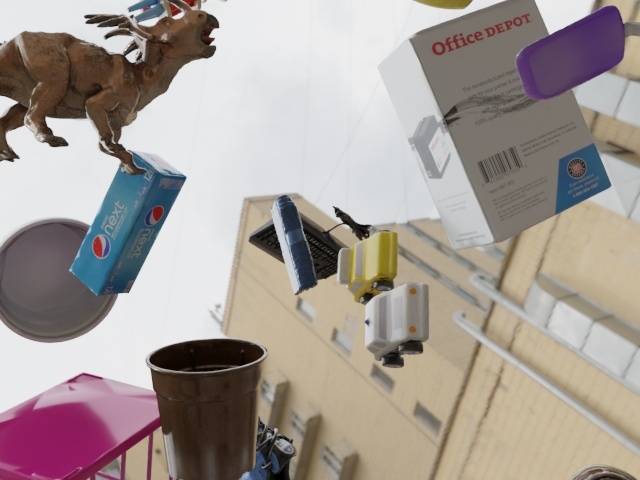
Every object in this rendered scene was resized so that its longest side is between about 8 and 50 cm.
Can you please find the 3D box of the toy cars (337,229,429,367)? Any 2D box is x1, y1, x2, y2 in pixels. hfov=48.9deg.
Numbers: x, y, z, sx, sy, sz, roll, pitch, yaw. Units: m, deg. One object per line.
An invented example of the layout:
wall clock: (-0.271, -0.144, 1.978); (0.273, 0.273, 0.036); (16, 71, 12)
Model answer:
toy cars: (0.084, 0.085, 1.127); (0.087, 0.394, 0.176); (6, -70, -9)

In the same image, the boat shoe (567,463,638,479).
boat shoe: (0.254, 0.377, 0.646); (0.123, 0.123, 0.342); (64, -137, -65)

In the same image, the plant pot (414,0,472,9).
plant pot: (0.232, -0.464, 1.246); (0.095, 0.134, 0.134); (27, -80, -13)

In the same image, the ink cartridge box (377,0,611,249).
ink cartridge box: (0.253, -0.170, 1.038); (0.223, 0.129, 0.307); (-24, -88, -19)

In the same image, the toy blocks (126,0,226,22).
toy blocks: (-0.220, -0.344, 1.008); (0.148, 0.123, 0.054); (-32, -60, -26)

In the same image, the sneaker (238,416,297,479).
sneaker: (-0.113, 0.332, 1.185); (0.130, 0.147, 0.330); (-32, -77, -60)

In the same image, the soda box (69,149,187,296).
soda box: (-0.282, -0.024, 1.033); (0.210, 0.071, 0.067); (-60, -23, 14)

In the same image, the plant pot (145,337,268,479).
plant pot: (-0.155, 0.237, 0.980); (0.167, 0.167, 0.165); (-6, -81, -39)

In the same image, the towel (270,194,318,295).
towel: (-0.031, 0.005, 0.871); (0.029, 0.119, 0.067); (-14, -7, -12)

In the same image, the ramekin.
ramekin: (-0.447, 0.057, 1.172); (0.207, 0.109, 0.207); (-6, -77, -29)

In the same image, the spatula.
spatula: (0.316, -0.182, 0.587); (0.296, 0.030, 0.084); (-12, -31, 21)

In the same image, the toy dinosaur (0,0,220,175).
toy dinosaur: (-0.272, -0.189, 0.789); (0.295, 0.127, 0.200); (2, -99, -32)

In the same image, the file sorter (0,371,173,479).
file sorter: (-0.366, 0.345, 1.038); (0.290, 0.202, 0.182); (-25, -58, -67)

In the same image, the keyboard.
keyboard: (0.000, 0.000, 1.539); (0.201, 0.033, 0.317); (-35, -31, 14)
